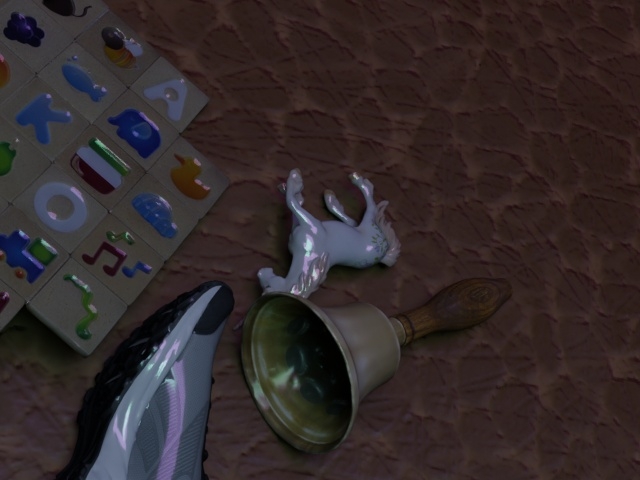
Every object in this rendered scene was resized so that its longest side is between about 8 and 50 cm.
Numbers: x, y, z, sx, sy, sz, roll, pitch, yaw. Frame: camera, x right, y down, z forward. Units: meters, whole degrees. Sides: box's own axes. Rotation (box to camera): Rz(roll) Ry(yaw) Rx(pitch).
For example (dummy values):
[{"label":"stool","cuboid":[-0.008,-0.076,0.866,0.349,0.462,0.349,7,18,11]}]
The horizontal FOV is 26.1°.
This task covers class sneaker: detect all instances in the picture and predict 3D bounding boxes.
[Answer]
[{"label":"sneaker","cuboid":[-0.120,0.150,0.983,0.108,0.100,0.271,33,60,-18]}]

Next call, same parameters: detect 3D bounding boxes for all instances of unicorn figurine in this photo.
[{"label":"unicorn figurine","cuboid":[0.000,0.000,1.113,0.162,0.060,0.111,-7,66,-22]}]

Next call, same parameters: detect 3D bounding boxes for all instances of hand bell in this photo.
[{"label":"hand bell","cuboid":[0.069,0.069,1.092,0.242,0.126,0.126,-18,71,-39]}]

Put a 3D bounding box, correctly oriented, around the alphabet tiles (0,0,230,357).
[{"label":"alphabet tiles","cuboid":[-0.225,-0.076,1.038,0.285,0.011,0.342,41,44,-6]}]
